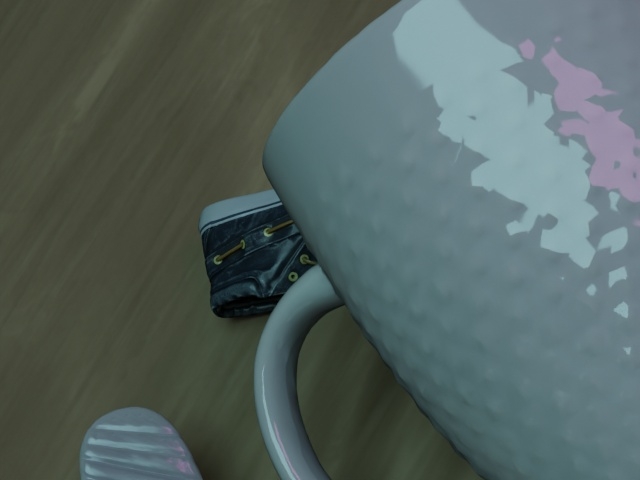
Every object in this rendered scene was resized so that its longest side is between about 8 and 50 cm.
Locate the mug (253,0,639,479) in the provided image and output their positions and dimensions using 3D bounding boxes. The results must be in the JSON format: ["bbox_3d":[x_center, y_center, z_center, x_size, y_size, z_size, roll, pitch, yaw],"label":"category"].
[{"bbox_3d":[0.126,0.045,0.978,0.374,0.276,0.328,-36,75,13],"label":"mug"}]

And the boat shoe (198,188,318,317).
[{"bbox_3d":[0.000,0.000,1.166,0.183,0.065,0.083,-17,65,20],"label":"boat shoe"}]

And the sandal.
[{"bbox_3d":[-0.091,0.241,1.082,0.102,0.076,0.265,-15,73,-10],"label":"sandal"}]
